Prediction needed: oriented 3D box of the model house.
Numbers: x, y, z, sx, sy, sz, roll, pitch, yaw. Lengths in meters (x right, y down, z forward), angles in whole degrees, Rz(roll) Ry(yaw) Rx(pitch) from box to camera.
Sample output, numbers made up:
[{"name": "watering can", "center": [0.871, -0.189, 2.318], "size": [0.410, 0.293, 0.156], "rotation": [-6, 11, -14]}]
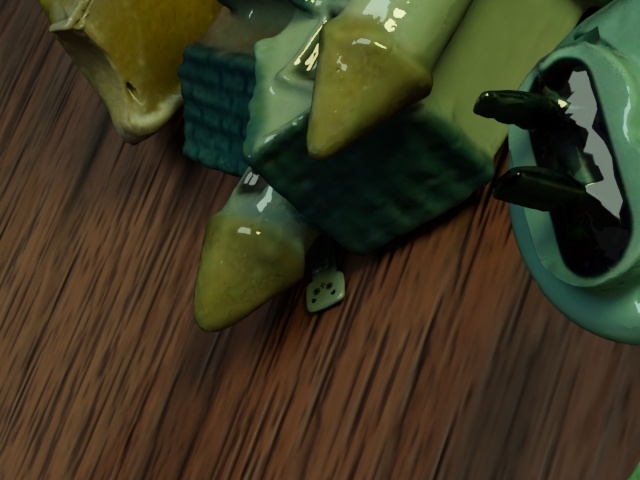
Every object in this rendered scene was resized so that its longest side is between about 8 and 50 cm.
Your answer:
[{"name": "model house", "center": [-0.007, -0.105, 0.844], "size": [0.267, 0.194, 0.325], "rotation": [22, 79, 46]}]

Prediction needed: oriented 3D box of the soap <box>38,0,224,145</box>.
[{"name": "soap", "center": [-0.200, -0.211, 1.099], "size": [0.339, 0.169, 0.304], "rotation": [0, 52, 41]}]

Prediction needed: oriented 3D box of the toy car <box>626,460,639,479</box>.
[{"name": "toy car", "center": [0.190, 0.107, 0.596], "size": [0.320, 0.097, 0.141], "rotation": [-53, 42, -3]}]

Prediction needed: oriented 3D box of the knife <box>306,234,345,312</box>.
[{"name": "knife", "center": [0.000, 0.000, 0.895], "size": [0.027, 0.010, 0.096], "rotation": [-25, 48, 25]}]

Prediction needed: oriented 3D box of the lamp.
[{"name": "lamp", "center": [0.192, -0.055, 0.550], "size": [0.284, 0.147, 0.209], "rotation": [-22, 62, 23]}]
